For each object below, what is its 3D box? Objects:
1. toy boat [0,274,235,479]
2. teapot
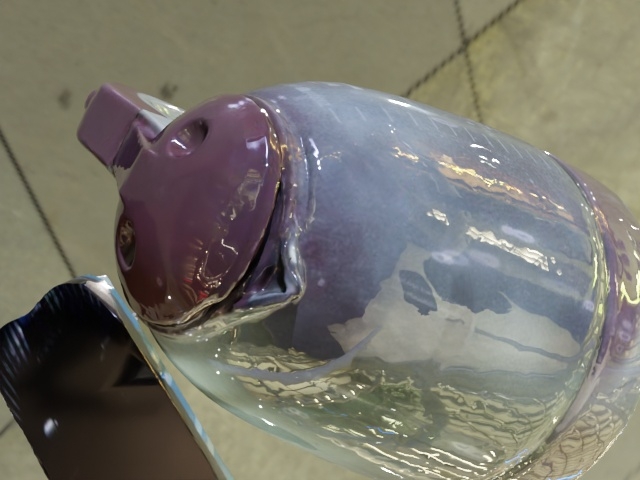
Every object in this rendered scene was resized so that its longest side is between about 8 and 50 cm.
[{"bbox_3d":[-0.123,0.168,1.101,0.134,0.299,0.092,-34,173,22],"label":"toy boat"},{"bbox_3d":[0.000,0.000,0.901,0.312,0.315,0.233,23,100,-38],"label":"teapot"}]
